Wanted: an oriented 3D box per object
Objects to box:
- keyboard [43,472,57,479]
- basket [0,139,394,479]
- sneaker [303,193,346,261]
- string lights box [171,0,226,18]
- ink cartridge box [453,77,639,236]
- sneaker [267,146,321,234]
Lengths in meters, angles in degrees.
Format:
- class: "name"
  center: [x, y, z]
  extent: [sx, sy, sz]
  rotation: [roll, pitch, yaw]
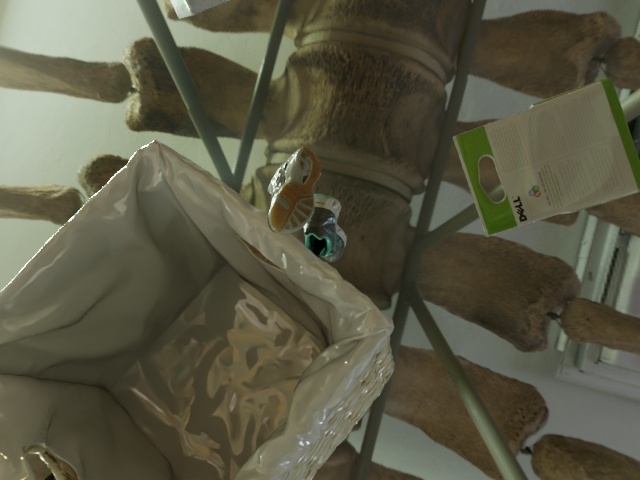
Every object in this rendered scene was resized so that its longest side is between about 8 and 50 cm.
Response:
- class: "keyboard"
  center: [-0.387, 0.368, 0.660]
  extent: [0.108, 0.180, 0.023]
  rotation: [38, -66, 6]
- class: "basket"
  center: [-0.135, 0.143, 0.552]
  extent: [0.328, 0.266, 0.331]
  rotation: [36, -102, 24]
- class: "sneaker"
  center: [0.000, 0.000, 0.796]
  extent: [0.065, 0.166, 0.076]
  rotation: [8, -118, 16]
- class: "string lights box"
  center: [-0.171, -0.382, 0.547]
  extent: [0.077, 0.133, 0.259]
  rotation: [-29, -62, -10]
- class: "ink cartridge box"
  center: [0.376, -0.133, 0.871]
  extent: [0.255, 0.097, 0.188]
  rotation: [-18, -91, 13]
- class: "sneaker"
  center: [-0.024, -0.032, 0.384]
  extent: [0.032, 0.037, 0.083]
  rotation: [43, -136, -24]
